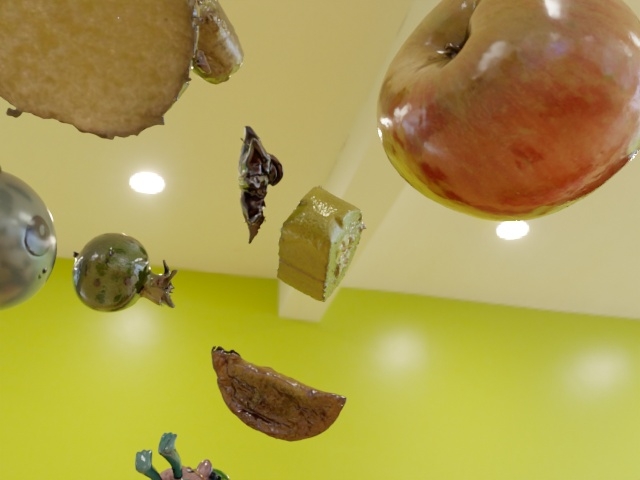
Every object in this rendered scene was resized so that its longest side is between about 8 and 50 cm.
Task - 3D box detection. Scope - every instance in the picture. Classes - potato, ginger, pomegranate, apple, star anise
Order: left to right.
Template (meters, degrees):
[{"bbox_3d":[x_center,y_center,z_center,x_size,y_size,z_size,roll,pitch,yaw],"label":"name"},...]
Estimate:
[{"bbox_3d":[-0.258,-0.300,0.924,0.301,0.237,0.288,8,-60,-4],"label":"potato"},{"bbox_3d":[-0.329,0.054,1.362,0.169,0.148,0.148,3,-27,-17],"label":"pomegranate"},{"bbox_3d":[-0.213,-0.351,1.226,0.109,0.116,0.263,-33,-65,16],"label":"ginger"},{"bbox_3d":[-0.134,-0.129,1.814,0.103,0.272,0.272,-1,-28,-6],"label":"star anise"},{"bbox_3d":[0.151,-0.112,0.627,0.164,0.209,0.209,37,-43,-28],"label":"apple"}]

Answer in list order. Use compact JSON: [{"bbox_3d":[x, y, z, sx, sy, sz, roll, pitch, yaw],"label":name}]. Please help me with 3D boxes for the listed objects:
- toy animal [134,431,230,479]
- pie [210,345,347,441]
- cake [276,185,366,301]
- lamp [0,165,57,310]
[{"bbox_3d":[-0.136,0.275,0.894,0.103,0.100,0.208,-4,-29,4],"label":"toy animal"},{"bbox_3d":[-0.064,0.206,1.047,0.191,0.088,0.033,20,4,15],"label":"pie"},{"bbox_3d":[0.000,0.000,1.825,0.156,0.179,0.260,25,-39,12],"label":"cake"},{"bbox_3d":[-0.421,0.029,0.982,0.198,0.243,0.197,6,-28,3],"label":"lamp"}]
